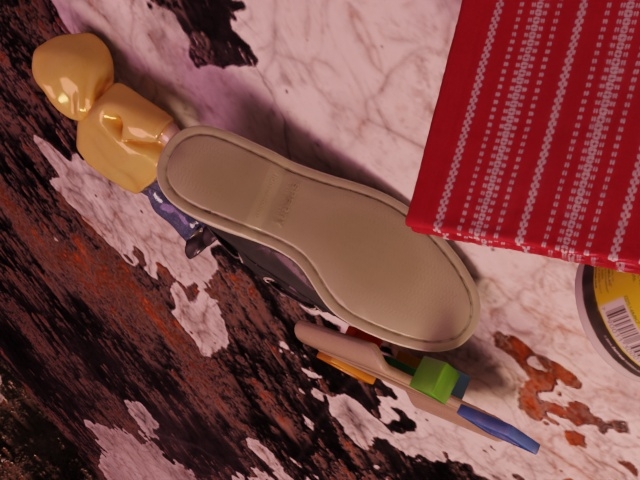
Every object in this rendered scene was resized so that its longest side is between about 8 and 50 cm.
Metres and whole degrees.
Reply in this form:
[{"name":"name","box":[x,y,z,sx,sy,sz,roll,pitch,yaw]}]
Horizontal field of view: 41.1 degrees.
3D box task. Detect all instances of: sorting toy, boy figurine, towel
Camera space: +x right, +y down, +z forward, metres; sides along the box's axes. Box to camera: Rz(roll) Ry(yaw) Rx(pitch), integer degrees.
[{"name":"sorting toy","box":[0.087,0.137,0.913,0.196,0.047,0.347,33,168,-26]},{"name":"boy figurine","box":[-0.209,-0.108,0.963,0.285,0.092,0.177,48,147,-5]},{"name":"towel","box":[0.187,-0.079,0.518,0.274,0.199,0.031,12,176,38]}]

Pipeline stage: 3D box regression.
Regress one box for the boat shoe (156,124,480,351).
[{"name":"boat shoe","box":[-0.002,0.003,0.851,0.340,0.127,0.113,25,172,2]}]

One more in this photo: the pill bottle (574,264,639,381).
[{"name":"pill bottle","box":[0.279,0.016,0.559,0.119,0.119,0.208,45,147,-3]}]
